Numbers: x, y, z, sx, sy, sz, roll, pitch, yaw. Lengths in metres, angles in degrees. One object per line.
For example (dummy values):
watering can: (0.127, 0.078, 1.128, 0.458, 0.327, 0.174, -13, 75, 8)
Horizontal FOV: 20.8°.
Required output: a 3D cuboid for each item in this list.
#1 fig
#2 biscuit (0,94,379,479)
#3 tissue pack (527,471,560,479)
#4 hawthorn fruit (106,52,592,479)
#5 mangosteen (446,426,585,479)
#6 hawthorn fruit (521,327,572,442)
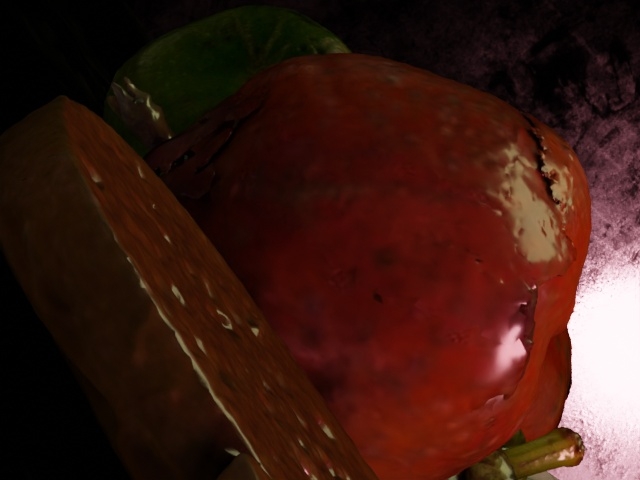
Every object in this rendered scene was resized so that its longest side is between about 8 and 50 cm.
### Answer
fig: (-0.068, -0.053, 1.357, 0.203, 0.203, 0.235, 58, -23, 34)
biscuit: (-0.031, 0.114, 0.781, 0.394, 0.070, 0.350, 57, 3, -1)
tissue pack: (0.254, 0.392, 1.942, 0.390, 0.195, 0.375, 56, -5, -26)
hawthorn fruit: (0.000, 0.000, 1.044, 0.307, 0.276, 0.276, 30, 5, -6)
mangosteen: (0.080, 0.171, 1.188, 0.146, 0.181, 0.156, -66, 151, -43)
hawthorn fruit: (0.120, 0.112, 1.816, 0.316, 0.316, 0.316, 57, 1, -2)
